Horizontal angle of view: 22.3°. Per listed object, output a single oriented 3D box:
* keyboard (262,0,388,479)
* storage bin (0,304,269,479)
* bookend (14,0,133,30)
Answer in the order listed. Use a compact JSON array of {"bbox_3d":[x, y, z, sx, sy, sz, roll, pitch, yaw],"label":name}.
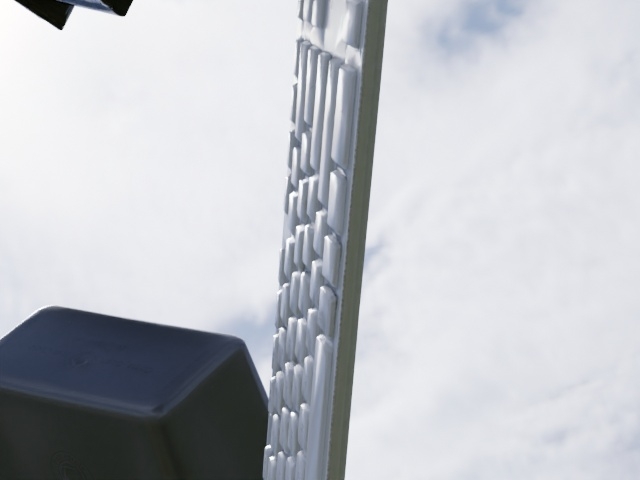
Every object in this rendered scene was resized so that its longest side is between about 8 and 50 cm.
[{"bbox_3d":[0.000,0.000,0.363,0.014,0.072,0.256,3,-77,-7],"label":"keyboard"},{"bbox_3d":[-0.068,0.077,0.620,0.135,0.098,0.091,8,-56,36],"label":"storage bin"},{"bbox_3d":[-0.136,-0.167,0.848,0.157,0.156,0.072,32,-99,-45],"label":"bookend"}]
